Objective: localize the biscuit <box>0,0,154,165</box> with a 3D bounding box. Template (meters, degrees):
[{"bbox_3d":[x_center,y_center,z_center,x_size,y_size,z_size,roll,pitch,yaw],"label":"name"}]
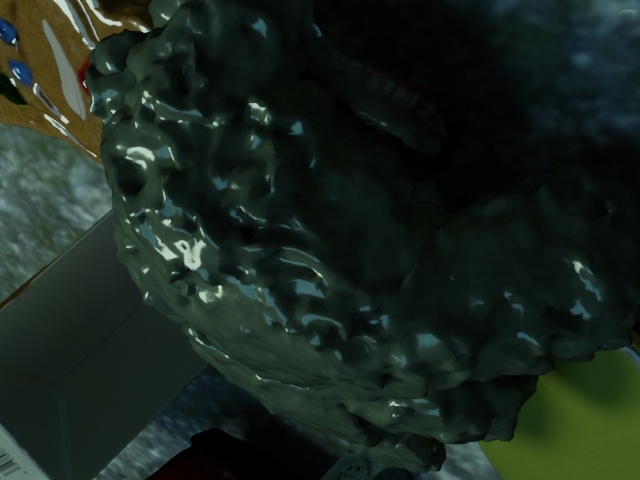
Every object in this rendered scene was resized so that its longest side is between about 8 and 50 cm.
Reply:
[{"bbox_3d":[-0.186,-0.138,1.204,0.333,0.047,0.202,22,141,35],"label":"biscuit"}]

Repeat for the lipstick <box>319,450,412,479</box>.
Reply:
[{"bbox_3d":[-0.043,0.285,1.245,0.066,0.317,0.068,-3,123,52],"label":"lipstick"}]

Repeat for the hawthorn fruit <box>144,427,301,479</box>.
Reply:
[{"bbox_3d":[-0.092,0.294,1.393,0.215,0.249,0.215,48,167,15],"label":"hawthorn fruit"}]

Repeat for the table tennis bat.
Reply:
[{"bbox_3d":[0.202,0.112,1.008,0.224,0.054,0.368,56,152,-6],"label":"table tennis bat"}]

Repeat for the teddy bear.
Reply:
[{"bbox_3d":[0.000,0.000,1.025,0.357,0.224,0.367,42,165,8],"label":"teddy bear"}]

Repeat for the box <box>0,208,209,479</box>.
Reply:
[{"bbox_3d":[-0.235,0.117,1.383,0.143,0.225,0.341,50,149,-7],"label":"box"}]
